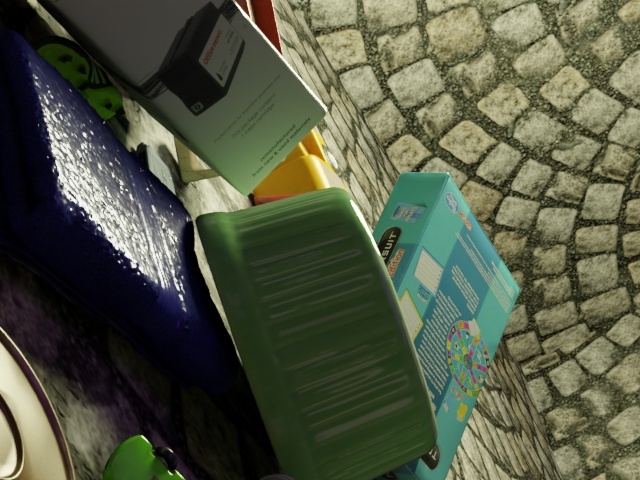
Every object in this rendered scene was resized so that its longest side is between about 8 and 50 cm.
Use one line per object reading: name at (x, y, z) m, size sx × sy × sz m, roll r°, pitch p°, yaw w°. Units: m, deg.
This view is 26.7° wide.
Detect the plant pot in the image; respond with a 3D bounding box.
plant pot at (-0.210, 0.115, 0.802) m, size 0.236 × 0.032 × 0.236 m, roll 59°, pitch 12°, yaw -20°

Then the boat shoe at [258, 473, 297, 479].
boat shoe at (-0.029, 0.285, 1.069) m, size 0.081 × 0.079 × 0.228 m, roll 46°, pitch 28°, yaw -53°

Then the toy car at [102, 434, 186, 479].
toy car at (-0.078, 0.236, 0.969) m, size 0.225 × 0.053 × 0.239 m, roll 47°, pitch 39°, yaw -6°

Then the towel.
towel at (-0.186, -0.014, 1.130) m, size 0.308 × 0.076 × 0.228 m, roll 52°, pitch 12°, yaw -51°

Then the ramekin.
ramekin at (-0.001, 0.096, 1.291) m, size 0.303 × 0.148 × 0.304 m, roll 160°, pitch -90°, yaw -86°

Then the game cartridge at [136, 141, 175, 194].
game cartridge at (-0.173, -0.061, 1.432) m, size 0.056 × 0.017 × 0.083 m, roll 49°, pitch 17°, yaw -38°

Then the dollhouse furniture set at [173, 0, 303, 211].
dollhouse furniture set at (-0.114, -0.125, 1.623) m, size 0.201 × 0.152 × 0.374 m, roll -54°, pitch 133°, yaw -78°

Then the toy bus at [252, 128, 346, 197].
toy bus at (0.000, 0.000, 1.843) m, size 0.333 × 0.108 × 0.130 m, roll 67°, pitch 13°, yaw 18°

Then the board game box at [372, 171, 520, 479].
board game box at (0.123, 0.121, 1.715) m, size 0.254 × 0.079 × 0.336 m, roll 53°, pitch 52°, yaw -40°

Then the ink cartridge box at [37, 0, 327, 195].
ink cartridge box at (-0.165, -0.213, 1.318) m, size 0.223 × 0.129 × 0.307 m, roll 41°, pitch -4°, yaw 46°

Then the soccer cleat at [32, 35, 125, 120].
soccer cleat at (-0.240, -0.159, 1.272) m, size 0.072 × 0.060 × 0.179 m, roll 56°, pitch 2°, yaw 17°
